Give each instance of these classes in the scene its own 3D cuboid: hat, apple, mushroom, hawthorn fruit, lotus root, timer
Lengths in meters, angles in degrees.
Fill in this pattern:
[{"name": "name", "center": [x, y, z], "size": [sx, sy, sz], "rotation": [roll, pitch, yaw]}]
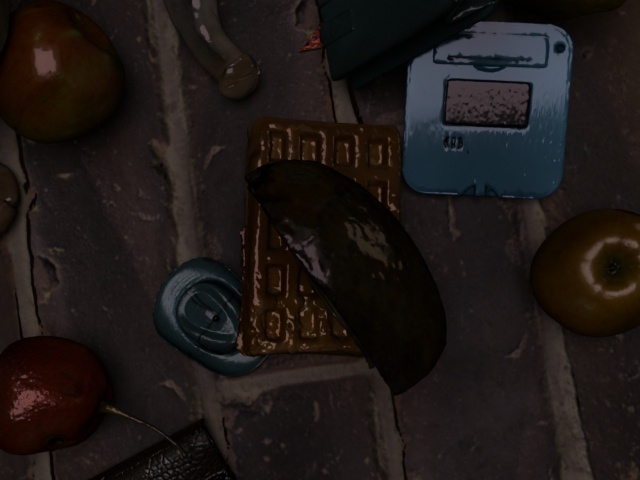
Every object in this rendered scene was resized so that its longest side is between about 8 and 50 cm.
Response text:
[{"name": "hat", "center": [-0.152, 0.107, 1.186], "size": [0.191, 0.078, 0.138], "rotation": [36, 83, 6]}, {"name": "apple", "center": [-0.377, -0.231, 1.180], "size": [0.196, 0.196, 0.195], "rotation": [0, 84, 3]}, {"name": "apple", "center": [0.380, 0.042, 1.130], "size": [0.183, 0.155, 0.182], "rotation": [0, 86, 1]}, {"name": "mushroom", "center": [-0.163, -0.308, 1.232], "size": [0.092, 0.081, 0.223], "rotation": [-25, 86, 20]}, {"name": "hawthorn fruit", "center": [-0.314, 0.226, 1.152], "size": [0.286, 0.165, 0.165], "rotation": [11, 85, -2]}, {"name": "lotus root", "center": [0.047, 0.019, 1.033], "size": [0.142, 0.210, 0.314], "rotation": [-36, 105, -2]}, {"name": "timer", "center": [0.235, -0.188, 1.217], "size": [0.232, 0.091, 0.249], "rotation": [4, 96, 2]}]

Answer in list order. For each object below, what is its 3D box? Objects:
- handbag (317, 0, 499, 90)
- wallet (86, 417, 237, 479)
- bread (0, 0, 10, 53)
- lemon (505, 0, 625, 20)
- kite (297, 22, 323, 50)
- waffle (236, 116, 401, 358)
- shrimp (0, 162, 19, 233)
[{"name": "handbag", "center": [0.110, -0.376, 1.140], "size": [0.100, 0.274, 0.268], "rotation": [4, 71, -40]}, {"name": "wallet", "center": [-0.242, 0.364, 1.183], "size": [0.243, 0.039, 0.132], "rotation": [-28, 88, 2]}, {"name": "bread", "center": [-0.552, -0.311, 1.060], "size": [0.321, 0.237, 0.320], "rotation": [-10, 72, 31]}, {"name": "lemon", "center": [0.336, -0.429, 1.106], "size": [0.268, 0.322, 0.268], "rotation": [-1, 98, -8]}, {"name": "kite", "center": [0.075, -0.343, 1.259], "size": [0.125, 0.008, 0.222], "rotation": [32, 86, 5]}, {"name": "waffle", "center": [0.000, 0.000, 1.155], "size": [0.224, 0.098, 0.327], "rotation": [3, 80, -10]}, {"name": "shrimp", "center": [-0.578, -0.017, 1.227], "size": [0.178, 0.075, 0.289], "rotation": [42, 88, 14]}]
